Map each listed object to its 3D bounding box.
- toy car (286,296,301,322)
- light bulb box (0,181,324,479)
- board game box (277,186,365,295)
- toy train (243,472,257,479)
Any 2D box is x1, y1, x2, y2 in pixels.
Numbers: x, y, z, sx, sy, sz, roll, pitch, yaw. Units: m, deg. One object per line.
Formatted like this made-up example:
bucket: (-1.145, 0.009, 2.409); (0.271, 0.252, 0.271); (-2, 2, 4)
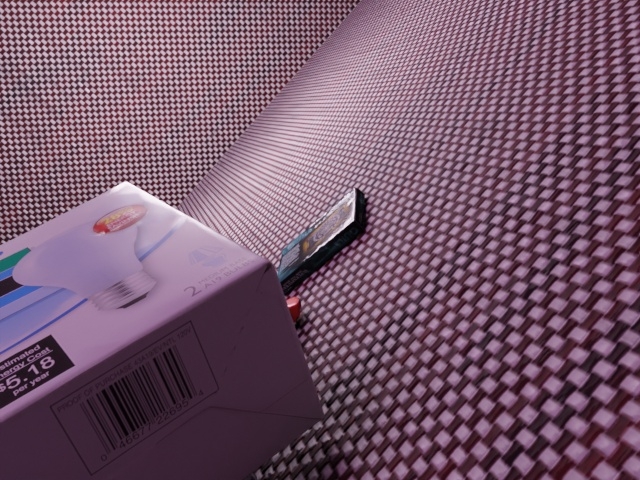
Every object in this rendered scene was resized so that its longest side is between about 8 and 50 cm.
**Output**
toy car: (-0.163, 0.154, 1.038); (0.239, 0.053, 0.225); (-27, 14, -34)
light bulb box: (-0.257, 0.138, 0.750); (0.358, 0.225, 0.361); (-31, 33, -27)
board game box: (0.000, 0.000, 1.152); (0.186, 0.026, 0.126); (-40, 20, 24)
toy train: (-0.137, 0.321, 0.742); (0.184, 0.080, 0.105); (-39, 29, 17)
